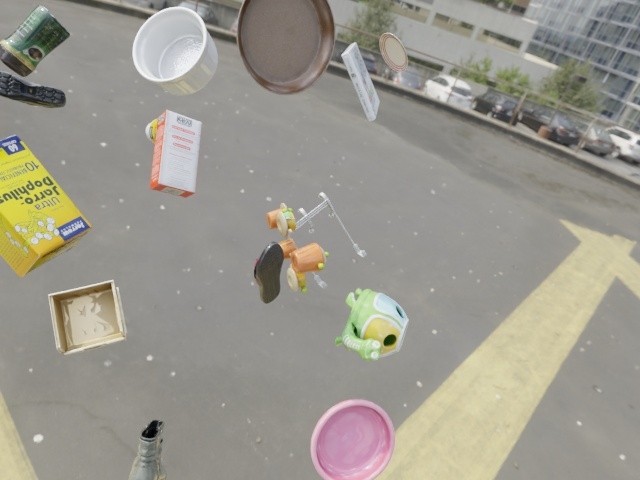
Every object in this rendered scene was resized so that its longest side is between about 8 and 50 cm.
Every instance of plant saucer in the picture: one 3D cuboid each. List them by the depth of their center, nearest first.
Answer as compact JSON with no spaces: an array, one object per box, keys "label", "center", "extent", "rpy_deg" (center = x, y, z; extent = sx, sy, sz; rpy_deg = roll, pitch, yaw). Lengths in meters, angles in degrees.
[{"label":"plant saucer","center":[-0.097,-0.567,1.280],"extent":[0.310,0.311,0.050],"rpy_deg":[-4,25,-34]},{"label":"plant saucer","center":[0.117,0.760,1.755],"extent":[0.332,0.332,0.084],"rpy_deg":[10,-1,-16]}]

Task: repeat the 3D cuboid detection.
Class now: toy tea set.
[{"label":"toy tea set","center":[-0.075,0.002,1.585],"extent":[0.124,0.200,0.336],"rpy_deg":[-13,68,-22]}]

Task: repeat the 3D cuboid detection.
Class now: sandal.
[{"label":"sandal","center":[-0.113,0.066,0.959],"extent":[0.067,0.179,0.040],"rpy_deg":[-32,59,-30]}]

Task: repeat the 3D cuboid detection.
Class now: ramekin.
[{"label":"ramekin","center":[-0.493,-0.645,1.602],"extent":[0.277,0.277,0.135],"rpy_deg":[29,-3,17]}]

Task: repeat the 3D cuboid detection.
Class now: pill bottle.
[{"label":"pill bottle","center":[-0.543,-0.380,1.632],"extent":[0.184,0.103,0.103],"rpy_deg":[14,20,43]}]

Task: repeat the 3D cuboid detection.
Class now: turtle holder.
[{"label":"turtle holder","center":[0.193,0.306,1.673],"extent":[0.227,0.243,0.320],"rpy_deg":[18,-9,16]}]

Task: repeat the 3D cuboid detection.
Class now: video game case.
[{"label":"video game case","center":[0.089,-0.342,0.986],"extent":[0.019,0.143,0.157],"rpy_deg":[-18,25,20]}]

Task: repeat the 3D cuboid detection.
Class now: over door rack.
[{"label":"over door rack","center":[0.000,0.000,1.899],"extent":[0.324,0.239,0.108],"rpy_deg":[55,-11,-16]}]

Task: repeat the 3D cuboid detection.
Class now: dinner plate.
[{"label":"dinner plate","center":[0.254,-0.644,1.577],"extent":[0.017,0.141,0.141],"rpy_deg":[-38,53,-11]}]

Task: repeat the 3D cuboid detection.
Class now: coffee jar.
[{"label":"coffee jar","center":[-0.784,-0.538,1.253],"extent":[0.079,0.184,0.096],"rpy_deg":[40,-7,14]}]

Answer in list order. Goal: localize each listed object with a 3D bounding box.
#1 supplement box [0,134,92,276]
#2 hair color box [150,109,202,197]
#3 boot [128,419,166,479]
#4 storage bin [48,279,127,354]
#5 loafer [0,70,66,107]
[{"label":"supplement box","center":[-0.924,-0.103,1.412],"extent":[0.357,0.195,0.194],"rpy_deg":[54,40,-9]},{"label":"hair color box","center":[-0.263,-0.156,0.842],"extent":[0.072,0.141,0.043],"rpy_deg":[13,-17,-39]},{"label":"boot","center":[-0.417,0.529,1.157],"extent":[0.083,0.161,0.246],"rpy_deg":[13,-11,-9]},{"label":"storage bin","center":[-1.014,0.341,2.026],"extent":[0.262,0.123,0.261],"rpy_deg":[-13,75,-17]},{"label":"loafer","center":[-0.881,-0.441,1.369],"extent":[0.223,0.076,0.078],"rpy_deg":[10,-7,-29]}]
